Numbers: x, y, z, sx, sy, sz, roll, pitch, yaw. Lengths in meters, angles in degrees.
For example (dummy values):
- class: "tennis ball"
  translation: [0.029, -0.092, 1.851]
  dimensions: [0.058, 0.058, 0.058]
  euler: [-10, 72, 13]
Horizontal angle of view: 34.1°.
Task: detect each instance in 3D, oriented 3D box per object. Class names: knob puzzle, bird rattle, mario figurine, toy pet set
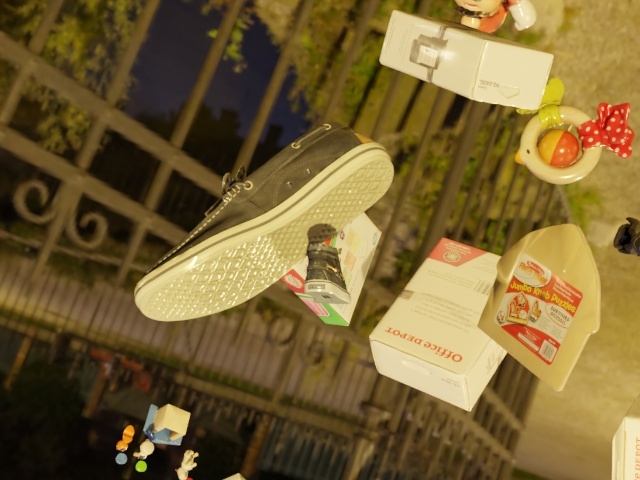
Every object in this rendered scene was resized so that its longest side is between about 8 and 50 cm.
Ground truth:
- class: "knob puzzle"
  translation: [0.299, 0.069, 1.354]
  dimensions: [0.030, 0.213, 0.213]
  euler: [9, 176, -35]
- class: "bird rattle"
  translation: [0.512, -0.212, 2.147]
  dimensions: [0.253, 0.207, 0.143]
  euler: [28, 177, 5]
- class: "mario figurine"
  translation: [0.276, -0.454, 1.916]
  dimensions: [0.198, 0.170, 0.320]
  euler: [61, -164, 18]
- class: "toy pet set"
  translation: [-0.238, 0.293, 1.496]
  dimensions: [0.122, 0.114, 0.065]
  euler: [28, 143, -24]

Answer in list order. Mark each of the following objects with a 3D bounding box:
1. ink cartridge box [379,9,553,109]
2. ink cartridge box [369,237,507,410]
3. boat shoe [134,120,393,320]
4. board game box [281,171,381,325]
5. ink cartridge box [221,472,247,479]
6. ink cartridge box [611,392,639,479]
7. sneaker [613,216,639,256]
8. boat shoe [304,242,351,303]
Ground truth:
- class: "ink cartridge box"
  translation: [0.155, -0.193, 1.110]
  dimensions: [0.109, 0.063, 0.150]
  euler: [1, -159, -39]
- class: "ink cartridge box"
  translation: [0.251, 0.151, 1.951]
  dimensions: [0.207, 0.283, 0.117]
  euler: [20, 145, 29]
- class: "boat shoe"
  translation: [-0.110, -0.036, 1.798]
  dimensions: [0.156, 0.500, 0.187]
  euler: [50, 172, 32]
- class: "board game box"
  translation: [0.000, 0.000, 2.199]
  dimensions: [0.064, 0.242, 0.316]
  euler: [2, 149, 35]
- class: "ink cartridge box"
  translation: [-0.194, 0.638, 2.318]
  dimensions: [0.109, 0.209, 0.062]
  euler: [-24, 145, 5]
- class: "ink cartridge box"
  translation: [0.632, 0.388, 1.908]
  dimensions: [0.119, 0.207, 0.353]
  euler: [5, -164, 29]
- class: "sneaker"
  translation: [0.707, -0.012, 2.212]
  dimensions: [0.130, 0.087, 0.227]
  euler: [19, -159, 31]
- class: "boat shoe"
  translation: [0.015, 0.058, 1.738]
  dimensions: [0.065, 0.083, 0.183]
  euler: [1, 168, 10]
